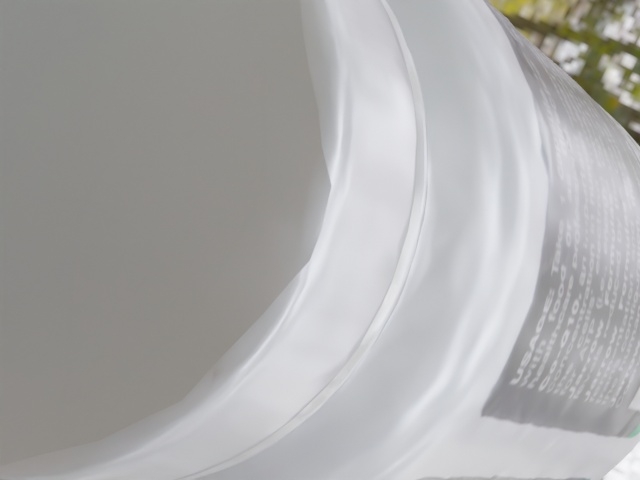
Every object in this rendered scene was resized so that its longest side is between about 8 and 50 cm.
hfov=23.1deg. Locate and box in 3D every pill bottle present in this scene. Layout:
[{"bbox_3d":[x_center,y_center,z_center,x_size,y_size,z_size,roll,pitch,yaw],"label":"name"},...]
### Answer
[{"bbox_3d":[0.000,0.000,0.550,0.204,0.204,0.361,-65,155,2],"label":"pill bottle"}]
